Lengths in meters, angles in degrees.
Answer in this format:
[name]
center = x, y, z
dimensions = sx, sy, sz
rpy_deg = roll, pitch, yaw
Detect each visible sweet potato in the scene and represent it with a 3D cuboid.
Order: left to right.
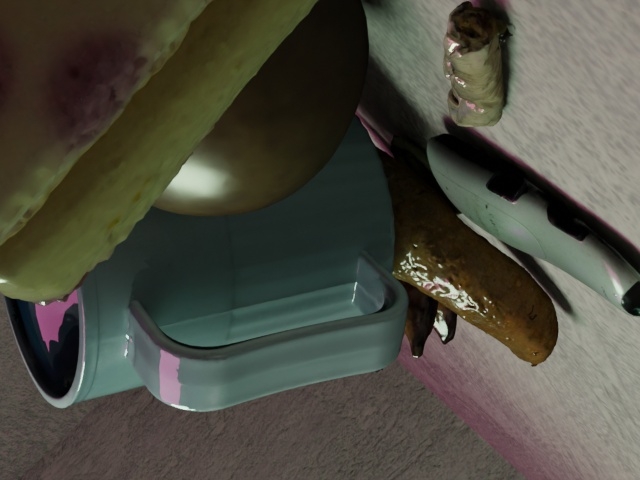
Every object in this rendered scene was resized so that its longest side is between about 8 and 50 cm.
[sweet potato]
center = 0.097, -0.002, 1.242
dimensions = 0.341, 0.092, 0.114
rpy_deg = 42, -173, 8

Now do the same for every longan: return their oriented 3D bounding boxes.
[longan]
center = -0.091, -0.145, 0.963
dimensions = 0.258, 0.258, 0.258
rpy_deg = 46, 175, 5

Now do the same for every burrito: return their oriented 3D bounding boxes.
[burrito]
center = 0.101, -0.109, 0.846
dimensions = 0.045, 0.041, 0.185
rpy_deg = 36, 174, 15

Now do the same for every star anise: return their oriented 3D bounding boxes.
[star anise]
center = 0.098, -0.003, 1.370
dimensions = 0.272, 0.102, 0.272
rpy_deg = 48, -155, -31

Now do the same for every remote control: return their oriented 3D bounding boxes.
[remote control]
center = 0.167, -0.014, 1.015
dimensions = 0.256, 0.045, 0.097
rpy_deg = 38, 170, 45

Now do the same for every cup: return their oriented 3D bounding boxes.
[cup]
center = -0.102, -0.005, 1.145
dimensions = 0.331, 0.311, 0.257
rpy_deg = 1, 101, 61

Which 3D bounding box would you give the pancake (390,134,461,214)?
[pancake]
center = 0.106, -0.066, 1.264
dimensions = 0.108, 0.017, 0.108
rpy_deg = 45, 171, 9

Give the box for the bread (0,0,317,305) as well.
[bread]
center = -0.100, -0.136, 0.645
dimensions = 0.155, 0.338, 0.187
rpy_deg = 38, 173, 15

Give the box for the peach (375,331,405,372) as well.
[peach]
center = 0.000, 0.000, 1.632
dimensions = 0.201, 0.257, 0.362
rpy_deg = -39, 78, 48
